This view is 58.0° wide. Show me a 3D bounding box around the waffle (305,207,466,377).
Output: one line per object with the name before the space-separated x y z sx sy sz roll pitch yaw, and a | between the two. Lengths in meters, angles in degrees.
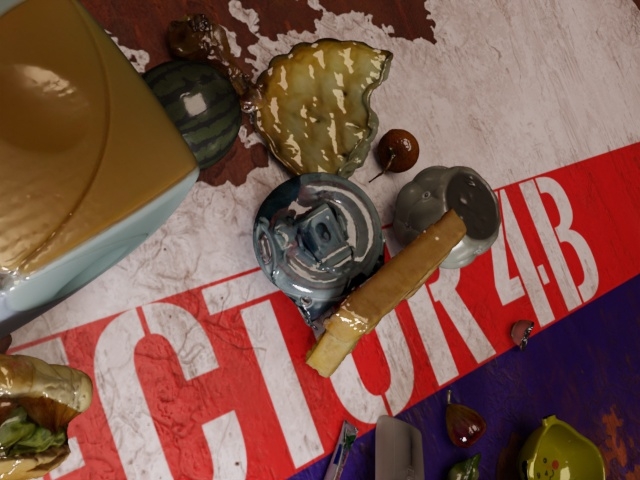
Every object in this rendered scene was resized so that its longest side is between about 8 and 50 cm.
waffle | 0.124 0.107 1.137 0.077 0.304 0.348 45 59 11

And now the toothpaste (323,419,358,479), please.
toothpaste | 0.034 0.445 1.150 0.045 0.028 0.170 40 56 -23

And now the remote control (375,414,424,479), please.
remote control | 0.164 0.476 1.118 0.109 0.055 0.313 28 31 -12

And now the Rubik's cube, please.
Rubik's cube | -0.432 -0.092 0.810 0.352 0.351 0.347 53 48 -6

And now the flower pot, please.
flower pot | 0.287 -0.054 1.344 0.246 0.195 0.246 8 73 -27

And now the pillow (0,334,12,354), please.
pillow | -0.590 0.205 0.810 0.223 0.084 0.236 30 59 -29

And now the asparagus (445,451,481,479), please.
asparagus | 0.272 0.570 1.228 0.080 0.080 0.287 42 51 -14

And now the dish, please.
dish | 0.552 0.552 1.379 0.262 0.108 0.221 45 59 -14

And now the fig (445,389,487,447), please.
fig | 0.311 0.402 1.307 0.089 0.089 0.125 -21 62 -33

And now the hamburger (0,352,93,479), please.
hamburger | -0.434 0.230 0.753 0.330 0.209 0.162 36 55 -51

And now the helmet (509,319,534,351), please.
helmet | 0.510 0.238 1.479 0.065 0.049 0.084 20 91 -61

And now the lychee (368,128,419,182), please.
lychee | 0.184 -0.205 1.381 0.101 0.114 0.140 18 42 -7

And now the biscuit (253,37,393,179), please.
biscuit | 0.029 -0.283 1.246 0.335 0.078 0.329 -34 94 5

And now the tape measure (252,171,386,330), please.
tape measure | 0.000 0.000 1.150 0.256 0.147 0.275 -36 95 -12

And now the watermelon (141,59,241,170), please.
watermelon | -0.252 -0.227 1.066 0.212 0.212 0.212 9 72 -29

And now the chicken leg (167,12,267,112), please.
chicken leg | -0.208 -0.365 1.193 0.251 0.107 0.087 47 22 -7
